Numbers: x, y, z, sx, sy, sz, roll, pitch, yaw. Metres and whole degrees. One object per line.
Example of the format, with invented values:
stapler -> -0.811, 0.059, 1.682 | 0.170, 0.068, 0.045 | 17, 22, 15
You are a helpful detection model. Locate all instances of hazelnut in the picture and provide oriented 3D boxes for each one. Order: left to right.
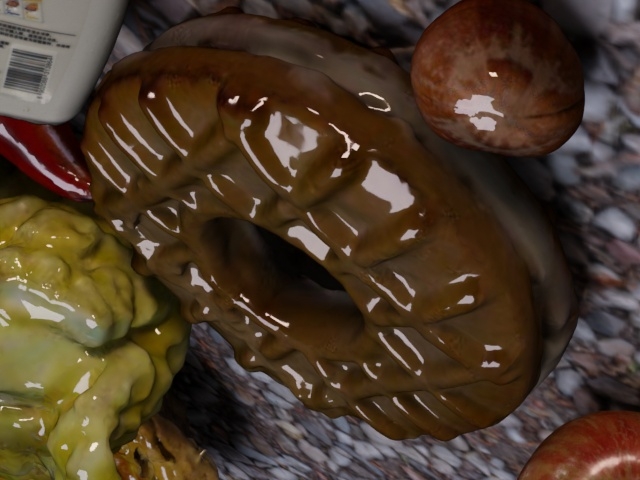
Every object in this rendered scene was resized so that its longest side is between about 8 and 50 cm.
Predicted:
hazelnut -> 0.084, -0.076, 0.619 | 0.086, 0.086, 0.086 | 27, 151, 16

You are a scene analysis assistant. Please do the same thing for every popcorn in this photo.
popcorn -> -0.219, 0.054, 0.993 | 0.293, 0.237, 0.293 | 31, 156, 16

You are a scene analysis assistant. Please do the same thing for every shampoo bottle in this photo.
shampoo bottle -> -0.163, -0.182, 0.706 | 0.153, 0.071, 0.284 | 15, 139, -16

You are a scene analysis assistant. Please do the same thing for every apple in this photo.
apple -> 0.190, 0.180, 0.832 | 0.146, 0.146, 0.131 | 29, 157, 14

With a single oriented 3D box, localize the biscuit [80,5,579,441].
biscuit -> 0.000, 0.000, 0.805 | 0.332, 0.103, 0.332 | 26, 151, 16

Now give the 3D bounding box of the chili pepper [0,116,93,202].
chili pepper -> -0.281, -0.169, 0.867 | 0.368, 0.092, 0.137 | 42, 171, -28

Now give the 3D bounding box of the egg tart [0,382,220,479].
egg tart -> -0.246, 0.177, 1.292 | 0.351, 0.150, 0.352 | 14, 144, 11
